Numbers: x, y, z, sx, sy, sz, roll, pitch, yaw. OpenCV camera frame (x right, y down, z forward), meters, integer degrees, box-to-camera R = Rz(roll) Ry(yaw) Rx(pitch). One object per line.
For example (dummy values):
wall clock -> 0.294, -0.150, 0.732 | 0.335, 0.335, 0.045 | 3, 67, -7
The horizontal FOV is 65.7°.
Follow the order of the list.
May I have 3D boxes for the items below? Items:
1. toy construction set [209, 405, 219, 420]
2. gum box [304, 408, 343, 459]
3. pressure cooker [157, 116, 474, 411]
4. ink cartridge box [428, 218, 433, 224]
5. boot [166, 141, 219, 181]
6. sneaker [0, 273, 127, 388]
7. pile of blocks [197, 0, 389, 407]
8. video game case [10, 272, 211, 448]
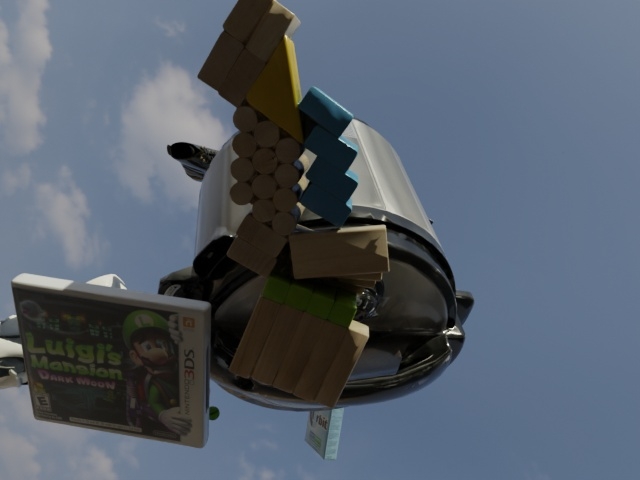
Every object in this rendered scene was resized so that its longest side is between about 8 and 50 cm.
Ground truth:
toy construction set -> -0.224, 0.317, 1.263 | 0.257, 0.309, 0.237 | 43, -25, -7
gum box -> 0.011, 0.522, 1.456 | 0.157, 0.041, 0.184 | 176, -75, -68
pressure cooker -> -0.010, 0.047, 0.728 | 0.369, 0.420, 0.375 | -29, -50, 13
ink cartridge box -> 0.107, -0.071, 1.278 | 0.332, 0.065, 0.165 | 31, -40, 7
boot -> -0.208, -0.164, 1.039 | 0.197, 0.137, 0.077 | -4, -101, 7
sneaker -> -0.309, 0.158, 0.593 | 0.153, 0.235, 0.094 | 49, -43, 11
pile of blocks -> -0.015, -0.033, 0.463 | 0.148, 0.112, 0.362 | -2, -74, 5
video game case -> -0.205, 0.125, 0.498 | 0.190, 0.022, 0.173 | 8, -66, 4
